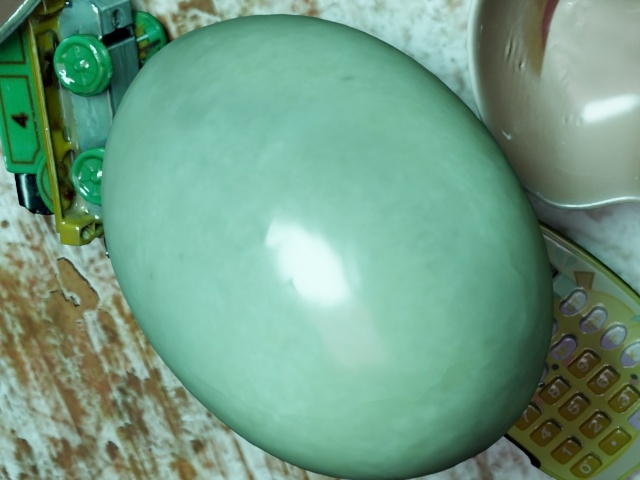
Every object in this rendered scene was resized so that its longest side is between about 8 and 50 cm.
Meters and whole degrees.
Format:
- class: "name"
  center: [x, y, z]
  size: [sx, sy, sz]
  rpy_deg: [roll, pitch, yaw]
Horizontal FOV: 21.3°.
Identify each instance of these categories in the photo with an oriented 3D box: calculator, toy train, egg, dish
- class: "calculator"
  center: [0.162, 0.079, 1.211]
  size: [0.236, 0.033, 0.157]
  rpy_deg: [42, 114, -5]
- class: "toy train"
  center: [-0.182, -0.098, 1.212]
  size: [0.136, 0.091, 0.227]
  rpy_deg: [5, 112, 25]
- class: "egg"
  center: [0.000, 0.000, 1.080]
  size: [0.352, 0.258, 0.258]
  rpy_deg: [47, 123, 41]
- class: "dish"
  center: [0.203, -0.124, 1.093]
  size: [0.213, 0.090, 0.213]
  rpy_deg: [6, 114, 14]

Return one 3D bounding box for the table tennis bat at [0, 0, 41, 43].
- class: "table tennis bat"
  center: [-0.243, -0.159, 1.167]
  size: [0.246, 0.138, 0.022]
  rpy_deg: [-50, 130, 3]
